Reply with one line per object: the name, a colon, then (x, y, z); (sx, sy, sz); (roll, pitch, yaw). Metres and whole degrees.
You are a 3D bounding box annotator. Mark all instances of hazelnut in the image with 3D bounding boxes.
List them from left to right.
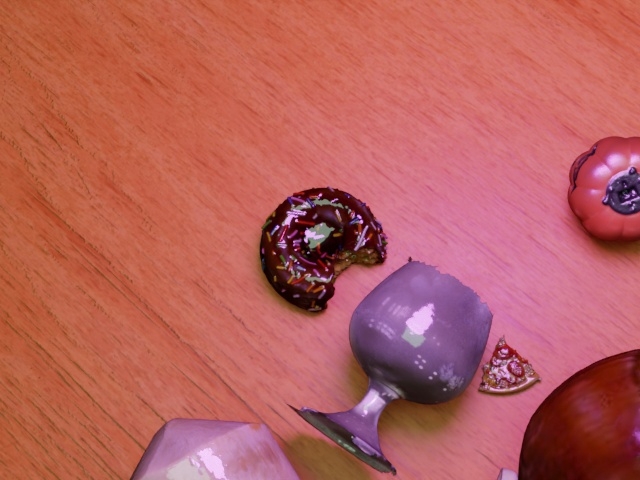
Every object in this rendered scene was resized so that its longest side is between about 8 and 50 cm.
hazelnut: (0.495, 0.376, 1.664); (0.420, 0.353, 0.421); (-2, 85, 19)

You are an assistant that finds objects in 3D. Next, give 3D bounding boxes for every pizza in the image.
pizza: (0.311, 0.228, 1.892); (0.099, 0.029, 0.100); (-39, 72, -6)

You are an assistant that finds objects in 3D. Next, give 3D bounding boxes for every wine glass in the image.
wine glass: (0.128, 0.203, 1.819); (0.238, 0.238, 0.323); (34, 76, 15)

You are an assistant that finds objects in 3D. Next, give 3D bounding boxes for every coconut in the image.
coconut: (-0.177, 0.424, 1.747); (0.323, 0.323, 0.323); (-2, 72, 5)

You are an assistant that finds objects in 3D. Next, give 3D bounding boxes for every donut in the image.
donut: (-0.001, 0.001, 1.964); (0.230, 0.096, 0.216); (-29, 72, -4)

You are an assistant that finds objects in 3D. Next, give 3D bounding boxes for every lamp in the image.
lamp: (0.519, -0.090, 1.908); (0.187, 0.164, 0.188); (1, 96, 8)

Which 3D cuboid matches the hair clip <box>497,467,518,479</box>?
hair clip: (0.259, 0.467, 1.762); (0.071, 0.159, 0.219); (26, 95, 2)
